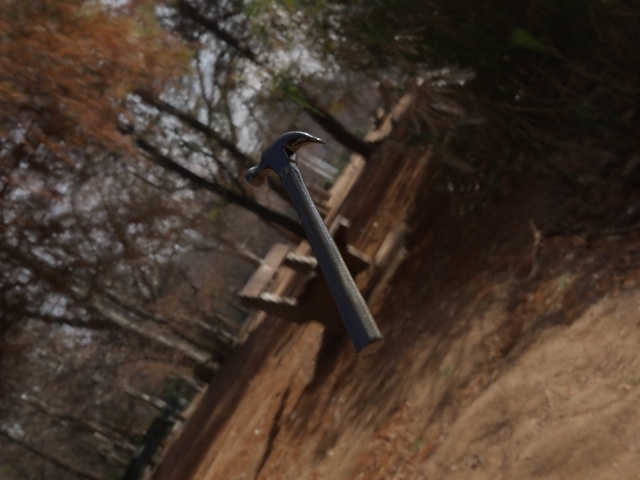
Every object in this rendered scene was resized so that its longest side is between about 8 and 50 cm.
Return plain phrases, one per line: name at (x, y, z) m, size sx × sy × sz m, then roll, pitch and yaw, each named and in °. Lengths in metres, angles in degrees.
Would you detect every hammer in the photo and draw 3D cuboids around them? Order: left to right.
hammer at (0.000, 0.000, 1.634) m, size 0.168 × 0.440 × 0.044 m, roll -41°, pitch -33°, yaw 28°
